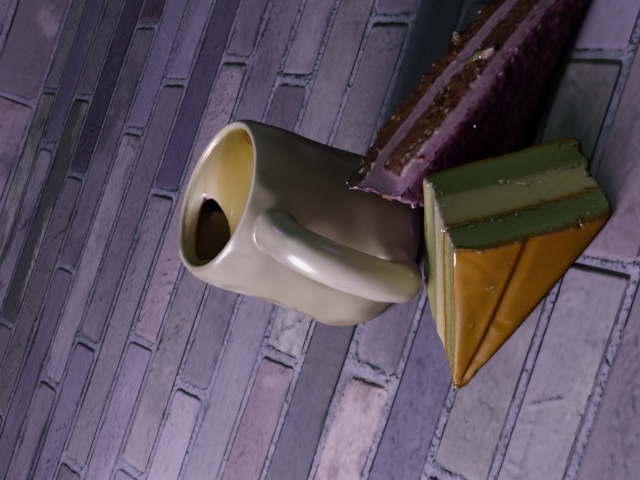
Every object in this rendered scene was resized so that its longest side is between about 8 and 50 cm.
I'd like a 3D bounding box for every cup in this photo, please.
[{"bbox_3d":[0.003,-0.019,1.518,0.255,0.202,0.173,-13,62,60],"label":"cup"}]

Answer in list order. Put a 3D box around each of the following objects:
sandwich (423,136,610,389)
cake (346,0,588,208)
[{"bbox_3d":[0.172,0.024,1.389,0.117,0.144,0.187,-104,6,-47],"label":"sandwich"},{"bbox_3d":[0.161,-0.138,1.457,0.295,0.112,0.116,-56,29,-1],"label":"cake"}]
